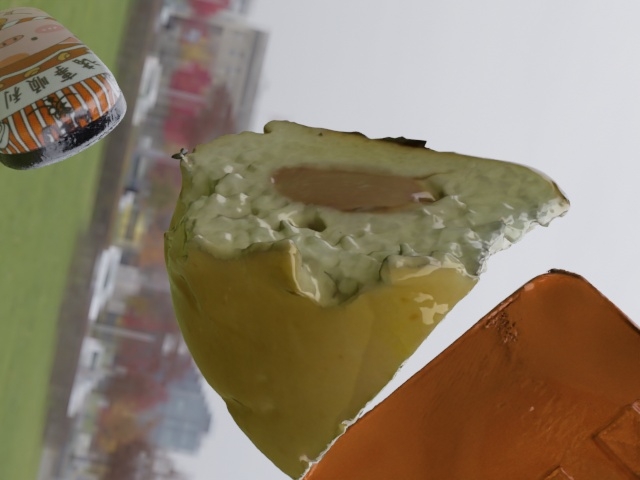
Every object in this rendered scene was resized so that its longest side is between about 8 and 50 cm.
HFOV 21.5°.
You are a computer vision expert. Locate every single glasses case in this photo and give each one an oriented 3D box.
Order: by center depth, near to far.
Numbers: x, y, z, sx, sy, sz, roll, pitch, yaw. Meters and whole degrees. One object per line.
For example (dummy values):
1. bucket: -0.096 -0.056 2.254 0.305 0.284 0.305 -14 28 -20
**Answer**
1. glasses case: -0.227 -0.120 1.283 0.266 0.103 0.067 38 -25 58

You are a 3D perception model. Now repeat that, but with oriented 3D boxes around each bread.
1. bread: 0.001 -0.009 1.083 0.183 0.211 0.224 -43 176 -44

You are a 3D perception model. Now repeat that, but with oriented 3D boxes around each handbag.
1. handbag: 0.204 0.242 1.751 0.303 0.410 0.116 45 -13 33
